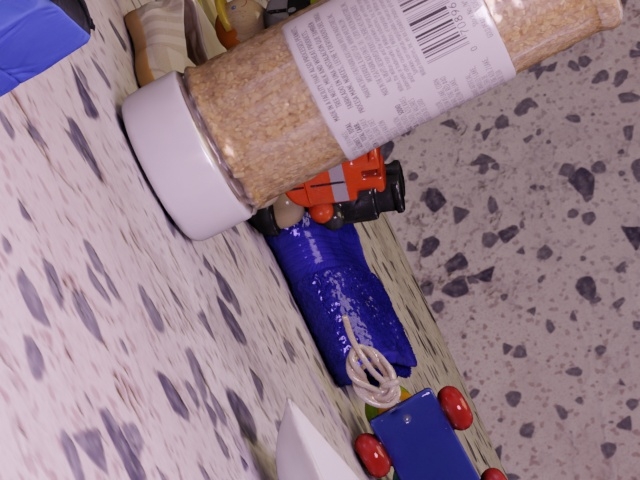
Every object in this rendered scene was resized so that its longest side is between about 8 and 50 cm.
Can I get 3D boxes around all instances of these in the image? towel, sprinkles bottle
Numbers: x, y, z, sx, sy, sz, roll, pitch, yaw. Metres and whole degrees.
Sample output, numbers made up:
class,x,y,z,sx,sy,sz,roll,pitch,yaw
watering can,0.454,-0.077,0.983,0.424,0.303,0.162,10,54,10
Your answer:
class,x,y,z,sx,sy,sz,roll,pitch,yaw
towel,0.000,0.000,1.916,0.308,0.076,0.227,64,5,10
sprinkles bottle,0.037,-0.128,1.409,0.121,0.355,0.121,62,6,-11

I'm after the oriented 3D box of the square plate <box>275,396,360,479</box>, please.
class,x,y,z,sx,sy,sz,roll,pitch,yaw
square plate,0.074,0.317,1.252,0.344,0.049,0.347,56,9,-49

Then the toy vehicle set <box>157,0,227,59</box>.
class,x,y,z,sx,sy,sz,roll,pitch,yaw
toy vehicle set,-0.153,-0.275,2.007,0.267,0.035,0.166,60,7,-30

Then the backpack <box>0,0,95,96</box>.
class,x,y,z,sx,sy,sz,roll,pitch,yaw
backpack,-0.168,-0.121,0.816,0.120,0.101,0.098,59,-2,7

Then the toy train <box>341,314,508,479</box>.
class,x,y,z,sx,sy,sz,roll,pitch,yaw
toy train,0.071,0.157,1.760,0.248,0.105,0.143,61,-5,-12

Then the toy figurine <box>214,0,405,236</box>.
class,x,y,z,sx,sy,sz,roll,pitch,yaw
toy figurine,-0.016,-0.112,1.716,0.213,0.148,0.210,28,55,-79

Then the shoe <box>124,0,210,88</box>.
class,x,y,z,sx,sy,sz,roll,pitch,yaw
shoe,-0.114,-0.137,1.604,0.076,0.058,0.219,58,7,-41
